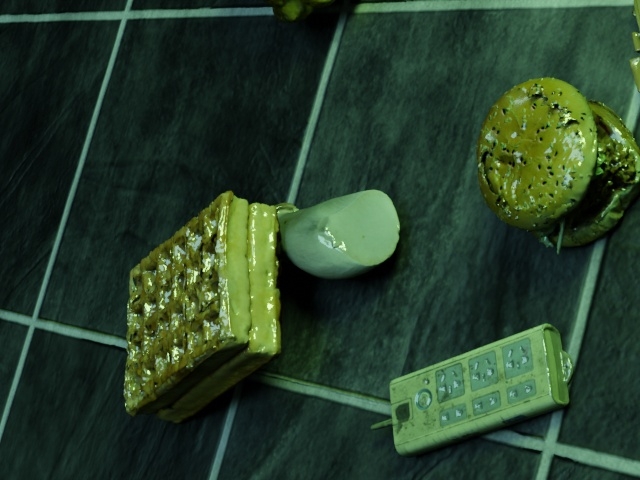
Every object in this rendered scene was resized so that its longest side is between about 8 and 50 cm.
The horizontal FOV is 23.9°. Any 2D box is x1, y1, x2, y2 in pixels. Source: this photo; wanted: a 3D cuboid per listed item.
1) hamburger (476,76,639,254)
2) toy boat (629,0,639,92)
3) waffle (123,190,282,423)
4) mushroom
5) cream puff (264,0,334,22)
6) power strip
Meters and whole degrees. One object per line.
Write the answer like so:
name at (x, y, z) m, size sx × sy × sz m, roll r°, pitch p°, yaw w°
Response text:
hamburger at (0.247, -0.077, 1.603) m, size 0.177 × 0.113 × 0.185 m, roll -12°, pitch 65°, yaw 41°
toy boat at (0.359, -0.189, 1.576) m, size 0.072 × 0.064 × 0.206 m, roll -48°, pitch 41°, yaw 46°
waffle at (-0.152, 0.088, 1.899) m, size 0.308 × 0.091 × 0.213 m, roll -35°, pitch 50°, yaw 52°
mushroom at (0.000, 0.000, 1.849) m, size 0.225 × 0.093 × 0.116 m, roll -13°, pitch 38°, yaw 52°
cream puff at (-0.026, -0.406, 1.956) m, size 0.196 × 0.244 × 0.244 m, roll -44°, pitch 38°, yaw -20°
power strip at (0.156, 0.171, 1.649) m, size 0.268 × 0.034 × 0.092 m, roll -25°, pitch 58°, yaw 37°
